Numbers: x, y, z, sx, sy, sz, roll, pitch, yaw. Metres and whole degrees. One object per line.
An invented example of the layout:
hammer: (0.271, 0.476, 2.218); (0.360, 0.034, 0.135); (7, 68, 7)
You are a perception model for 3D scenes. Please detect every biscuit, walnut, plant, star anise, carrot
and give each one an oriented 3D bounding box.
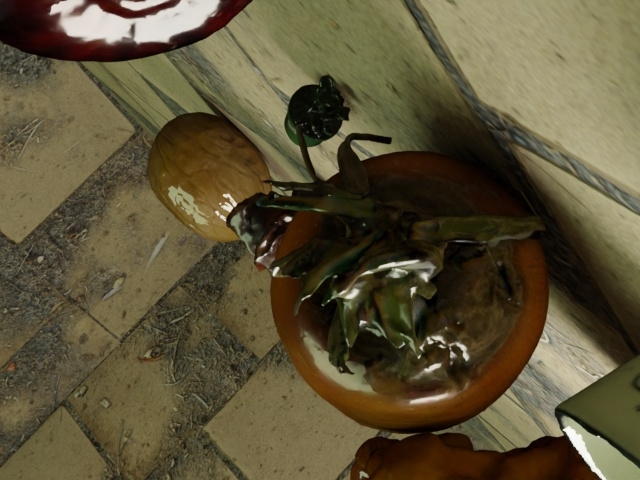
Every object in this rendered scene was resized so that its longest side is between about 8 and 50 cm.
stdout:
biscuit: (0.180, 0.201, 0.946); (0.312, 0.111, 0.318); (0, 165, 15)
walnut: (-0.159, -0.090, 1.855); (0.207, 0.167, 0.167); (47, 175, -5)
plant: (-0.001, -0.111, 1.070); (0.051, 0.051, 0.102); (45, 162, -3)
star anise: (0.000, 0.000, 1.575); (0.220, 0.126, 0.190); (12, -161, -40)
carrot: (0.065, 0.032, 0.900); (0.193, 0.214, 0.331); (9, 173, 8)

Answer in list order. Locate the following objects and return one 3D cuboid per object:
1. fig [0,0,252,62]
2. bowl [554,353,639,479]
fig: (-0.140, -0.210, 0.679); (0.203, 0.186, 0.249); (23, -159, -48)
bowl: (0.236, 0.120, 0.591); (0.238, 0.126, 0.238); (44, 174, 5)
